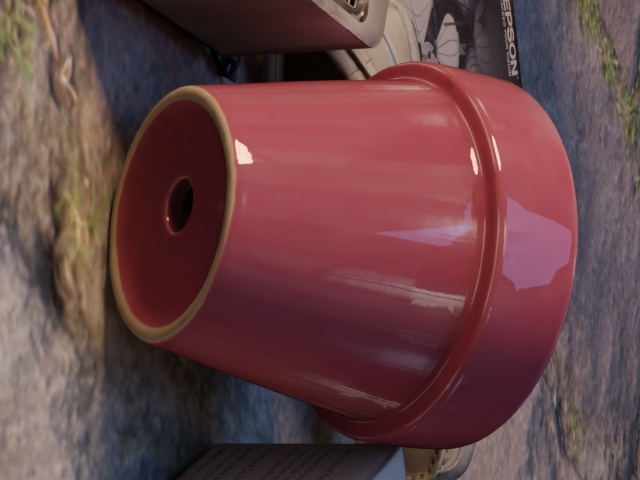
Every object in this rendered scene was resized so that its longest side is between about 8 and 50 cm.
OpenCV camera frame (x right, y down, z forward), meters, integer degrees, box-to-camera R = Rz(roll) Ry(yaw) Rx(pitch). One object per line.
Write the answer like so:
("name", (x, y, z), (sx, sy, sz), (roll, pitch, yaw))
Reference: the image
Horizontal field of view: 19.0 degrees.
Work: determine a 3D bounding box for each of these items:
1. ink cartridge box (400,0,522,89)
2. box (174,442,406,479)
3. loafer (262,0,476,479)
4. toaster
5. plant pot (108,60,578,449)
("ink cartridge box", (0.088, -0.098, 1.366), (0.333, 0.065, 0.165), (-24, 108, -66))
("box", (-0.027, 0.219, 0.992), (0.182, 0.119, 0.181), (-37, 121, -62))
("loafer", (0.024, 0.003, 1.162), (0.111, 0.112, 0.319), (-22, 100, -60))
("toaster", (-0.034, -0.191, 1.020), (0.186, 0.110, 0.168), (29, 66, -63))
("plant pot", (0.000, 0.000, 0.973), (0.180, 0.201, 0.201), (9, 77, -31))
